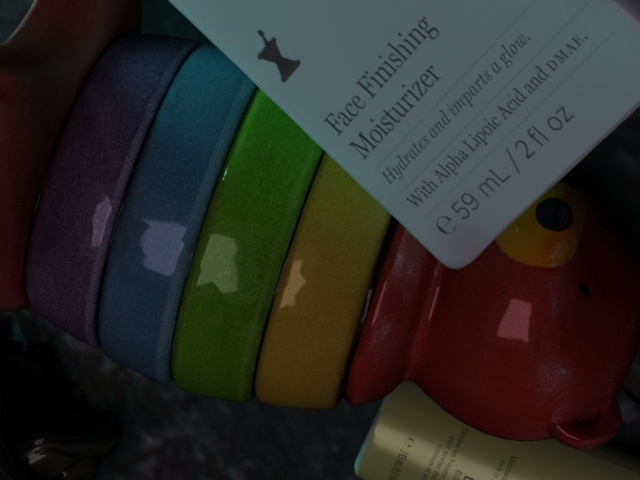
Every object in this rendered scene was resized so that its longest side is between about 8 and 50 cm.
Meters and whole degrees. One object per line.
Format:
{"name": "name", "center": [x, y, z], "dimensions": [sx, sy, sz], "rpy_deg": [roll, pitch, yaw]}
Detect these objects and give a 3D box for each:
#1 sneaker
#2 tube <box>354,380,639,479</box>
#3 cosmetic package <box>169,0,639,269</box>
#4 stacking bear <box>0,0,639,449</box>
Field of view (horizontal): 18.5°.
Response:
{"name": "sneaker", "center": [-0.165, 0.153, 1.024], "dimensions": [0.130, 0.087, 0.227], "rpy_deg": [4, 110, 29]}
{"name": "tube", "center": [0.135, 0.130, 0.898], "dimensions": [0.240, 0.062, 0.070], "rpy_deg": [25, 162, 6]}
{"name": "cosmetic package", "center": [0.057, -0.123, 0.738], "dimensions": [0.183, 0.151, 0.151], "rpy_deg": [43, 137, 0]}
{"name": "stacking bear", "center": [0.000, 0.000, 0.842], "dimensions": [0.289, 0.175, 0.164], "rpy_deg": [19, 134, 6]}
